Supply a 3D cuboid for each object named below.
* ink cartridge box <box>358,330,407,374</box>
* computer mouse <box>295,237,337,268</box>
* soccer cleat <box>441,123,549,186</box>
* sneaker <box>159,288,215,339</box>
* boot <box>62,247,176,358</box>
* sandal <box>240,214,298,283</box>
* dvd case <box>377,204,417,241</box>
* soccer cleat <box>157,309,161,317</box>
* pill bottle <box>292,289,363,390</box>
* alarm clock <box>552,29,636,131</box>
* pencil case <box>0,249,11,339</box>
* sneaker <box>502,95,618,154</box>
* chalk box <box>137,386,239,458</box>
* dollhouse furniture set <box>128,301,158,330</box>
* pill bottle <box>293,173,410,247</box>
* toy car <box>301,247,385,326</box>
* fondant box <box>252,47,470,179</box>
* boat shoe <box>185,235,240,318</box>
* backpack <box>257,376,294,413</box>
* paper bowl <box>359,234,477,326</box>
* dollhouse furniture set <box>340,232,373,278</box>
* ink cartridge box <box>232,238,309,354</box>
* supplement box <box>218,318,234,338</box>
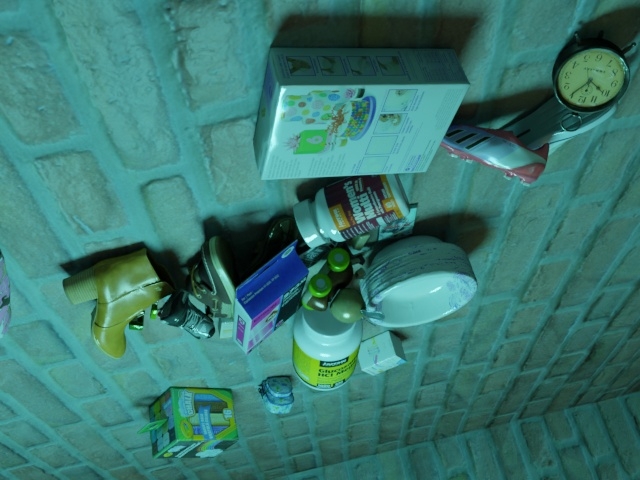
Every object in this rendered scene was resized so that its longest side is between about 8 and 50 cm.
[{"bbox_3d":[0.184,0.363,2.243,0.143,0.090,0.092,-27,147,19],"label":"ink cartridge box"},{"bbox_3d":[0.000,0.000,1.624,0.193,0.042,0.106,-39,147,25],"label":"computer mouse"},{"bbox_3d":[0.323,-0.188,1.375,0.248,0.083,0.095,23,100,0],"label":"soccer cleat"},{"bbox_3d":[-0.292,0.177,1.611,0.086,0.132,0.229,-53,-169,-6],"label":"sneaker"},{"bbox_3d":[-0.424,0.149,1.593,0.211,0.104,0.295,-17,136,-2],"label":"boot"},{"bbox_3d":[-0.120,0.020,1.594,0.090,0.060,0.219,-1,133,-33],"label":"sandal"},{"bbox_3d":[0.179,-0.040,1.658,0.087,0.013,0.119,-11,150,-7],"label":"dvd case"},{"bbox_3d":[-0.369,0.184,1.777,0.083,0.029,0.035,-13,145,-11],"label":"soccer cleat"},{"bbox_3d":[0.017,0.268,1.919,0.188,0.187,0.334,-10,149,-8],"label":"pill bottle"},{"bbox_3d":[0.486,-0.286,1.293,0.129,0.064,0.192,13,126,3],"label":"alarm clock"},{"bbox_3d":[-0.694,0.075,1.341,0.160,0.167,0.386,25,142,-1],"label":"pencil case"},{"bbox_3d":[0.470,-0.229,1.417,0.258,0.094,0.091,-23,159,31],"label":"sneaker"},{"bbox_3d":[-0.438,0.586,2.259,0.289,0.179,0.180,13,141,-36],"label":"chalk box"},{"bbox_3d":[-0.427,0.142,1.689,0.076,0.058,0.151,7,125,-19],"label":"dollhouse furniture set"},{"bbox_3d":[0.064,-0.069,1.457,0.221,0.121,0.121,-22,148,12],"label":"pill bottle"},{"bbox_3d":[0.066,0.131,1.644,0.149,0.188,0.155,-54,176,-20],"label":"toy car"},{"bbox_3d":[0.062,-0.220,1.238,0.330,0.096,0.238,-5,148,-17],"label":"fondant box"},{"bbox_3d":[-0.248,0.101,1.608,0.123,0.123,0.342,-10,157,-4],"label":"boat shoe"},{"bbox_3d":[-0.139,0.506,2.315,0.105,0.114,0.084,2,126,-23],"label":"backpack"},{"bbox_3d":[0.237,0.094,1.771,0.284,0.148,0.284,-11,150,-7],"label":"paper bowl"},{"bbox_3d":[0.117,0.020,1.678,0.081,0.091,0.114,-14,150,-32],"label":"dollhouse furniture set"},{"bbox_3d":[-0.119,0.140,1.629,0.176,0.069,0.371,-39,164,-22],"label":"ink cartridge box"},{"bbox_3d":[-0.240,0.224,1.887,0.062,0.036,0.098,-4,148,-16],"label":"supplement box"}]
